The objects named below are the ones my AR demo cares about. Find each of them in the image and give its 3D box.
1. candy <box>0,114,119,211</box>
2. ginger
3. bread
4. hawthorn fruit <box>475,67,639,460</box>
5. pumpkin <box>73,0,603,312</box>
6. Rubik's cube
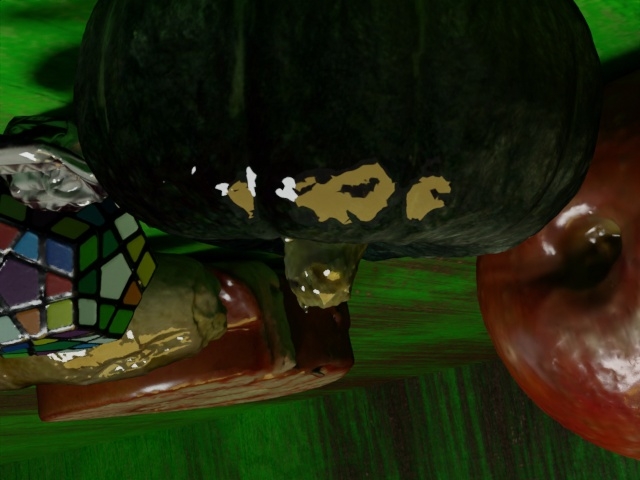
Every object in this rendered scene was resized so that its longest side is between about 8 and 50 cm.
[{"bbox_3d":[-0.131,-0.037,0.672,0.094,0.051,0.226,-3,-176,-9],"label":"candy"},{"bbox_3d":[-0.206,0.064,1.112,0.263,0.116,0.109,-7,129,11],"label":"ginger"},{"bbox_3d":[-0.126,0.102,1.344,0.295,0.114,0.327,-15,169,27],"label":"bread"},{"bbox_3d":[0.234,0.011,0.856,0.284,0.284,0.284,-9,169,-2],"label":"hawthorn fruit"},{"bbox_3d":[0.005,-0.050,0.556,0.211,0.152,0.211,-1,164,0],"label":"pumpkin"},{"bbox_3d":[-0.164,0.009,0.826,0.112,0.133,0.133,-34,173,-11],"label":"Rubik's cube"}]
